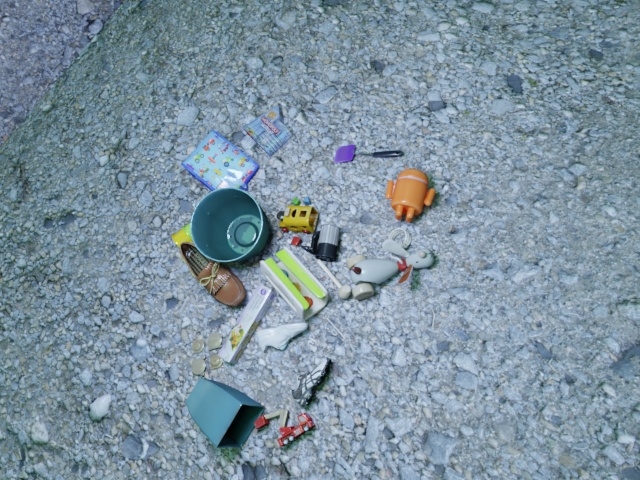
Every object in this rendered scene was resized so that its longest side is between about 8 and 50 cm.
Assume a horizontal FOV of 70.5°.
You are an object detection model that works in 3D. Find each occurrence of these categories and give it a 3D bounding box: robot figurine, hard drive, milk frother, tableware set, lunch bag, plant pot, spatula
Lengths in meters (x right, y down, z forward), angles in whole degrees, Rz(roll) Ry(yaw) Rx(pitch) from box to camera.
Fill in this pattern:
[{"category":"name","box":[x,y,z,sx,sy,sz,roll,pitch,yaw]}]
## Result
[{"category":"robot figurine","box":[0.347,-0.182,1.750,0.158,0.128,0.219,0,69,47]},{"category":"hard drive","box":[-0.382,-0.105,2.007,0.094,0.022,0.135,-19,67,10]},{"category":"milk frother","box":[0.000,0.000,1.783,0.129,0.143,0.134,2,71,22]},{"category":"tableware set","box":[-0.458,0.456,1.828,0.141,0.020,0.168,-13,66,11]},{"category":"lunch bag","box":[-0.437,-0.323,2.057,0.293,0.138,0.221,37,82,16]},{"category":"plant pot","box":[-0.369,0.618,1.667,0.234,0.166,0.165,25,80,30]},{"category":"plant pot","box":[-0.340,-0.046,1.840,0.293,0.235,0.292,-2,81,11]},{"category":"spatula","box":[0.200,-0.367,1.915,0.297,0.030,0.084,4,70,19]}]

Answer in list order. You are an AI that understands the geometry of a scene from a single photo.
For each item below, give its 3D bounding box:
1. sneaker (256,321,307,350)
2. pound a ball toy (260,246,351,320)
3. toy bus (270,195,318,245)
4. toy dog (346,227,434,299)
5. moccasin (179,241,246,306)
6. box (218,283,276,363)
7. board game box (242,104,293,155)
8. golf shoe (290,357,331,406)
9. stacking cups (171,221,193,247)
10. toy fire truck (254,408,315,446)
[{"category":"sneaker","box":[-0.139,0.371,1.738,0.212,0.080,0.094,-18,78,18]},{"category":"pound a ball toy","box":[-0.059,0.167,1.767,0.208,0.135,0.319,-33,62,-24]},{"category":"toy bus","box":[-0.112,-0.095,1.865,0.202,0.104,0.191,-38,59,1]},{"category":"toy dog","box":[0.235,0.087,1.667,0.334,0.161,0.220,-38,65,2]},{"category":"moccasin","box":[-0.451,0.131,1.873,0.139,0.147,0.380,-43,64,-1]},{"category":"box","box":[-0.288,0.330,1.795,0.063,0.067,0.323,26,79,23]},{"category":"board game box","box":[-0.226,-0.518,2.088,0.194,0.060,0.194,-44,64,-1]},{"category":"golf shoe","box":[-0.037,0.501,1.649,0.094,0.077,0.198,31,81,25]},{"category":"stacking cups","box":[-0.497,-0.081,1.986,0.316,0.096,0.096,-36,64,5]},{"category":"toy fire truck","box":[-0.129,0.661,1.635,0.192,0.047,0.135,-34,63,2]}]
